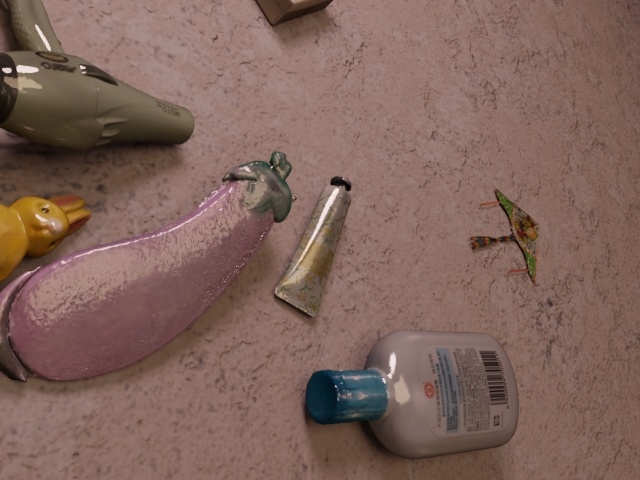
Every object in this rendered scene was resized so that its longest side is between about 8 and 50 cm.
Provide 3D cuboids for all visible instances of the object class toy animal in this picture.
[{"bbox_3d":[-0.268,-0.013,0.520,0.159,0.070,0.083,-28,129,-51],"label":"toy animal"}]

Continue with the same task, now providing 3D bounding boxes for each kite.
[{"bbox_3d":[0.345,-0.003,1.075,0.244,0.006,0.198,-13,82,-43],"label":"kite"}]

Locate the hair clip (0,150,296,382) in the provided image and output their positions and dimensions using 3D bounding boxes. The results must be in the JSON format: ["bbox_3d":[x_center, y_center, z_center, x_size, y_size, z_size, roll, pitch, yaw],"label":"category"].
[{"bbox_3d":[-0.156,0.025,0.603,0.096,0.110,0.359,29,49,22],"label":"hair clip"}]

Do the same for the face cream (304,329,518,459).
[{"bbox_3d":[0.131,0.198,0.764,0.337,0.080,0.163,8,69,-38],"label":"face cream"}]

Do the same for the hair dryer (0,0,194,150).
[{"bbox_3d":[-0.240,-0.190,0.617,0.229,0.092,0.267,21,42,-48],"label":"hair dryer"}]

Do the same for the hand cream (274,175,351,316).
[{"bbox_3d":[0.000,0.000,0.762,0.067,0.042,0.194,35,58,-26],"label":"hand cream"}]

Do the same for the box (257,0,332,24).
[{"bbox_3d":[-0.067,-0.431,0.865,0.141,0.058,0.201,-36,97,-42],"label":"box"}]
